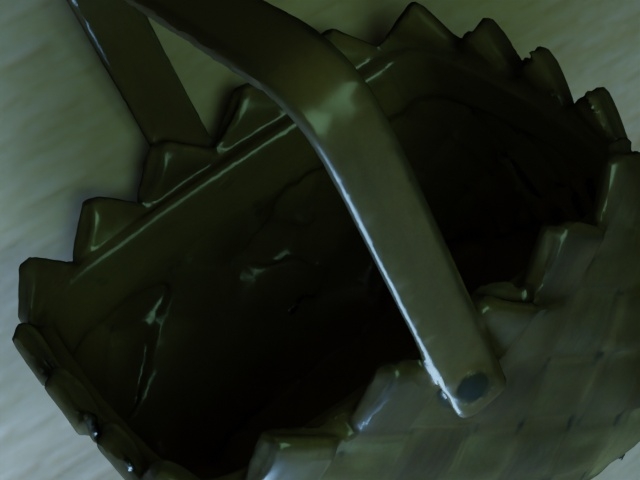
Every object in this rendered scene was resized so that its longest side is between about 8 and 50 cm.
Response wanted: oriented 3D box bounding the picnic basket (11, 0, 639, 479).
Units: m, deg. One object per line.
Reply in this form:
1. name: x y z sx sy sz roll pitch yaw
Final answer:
1. picnic basket: 0.000 0.000 0.942 0.291 0.254 0.321 -37 127 -11
